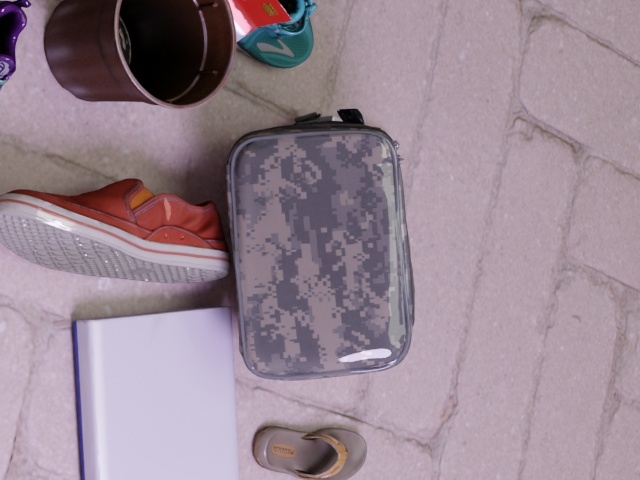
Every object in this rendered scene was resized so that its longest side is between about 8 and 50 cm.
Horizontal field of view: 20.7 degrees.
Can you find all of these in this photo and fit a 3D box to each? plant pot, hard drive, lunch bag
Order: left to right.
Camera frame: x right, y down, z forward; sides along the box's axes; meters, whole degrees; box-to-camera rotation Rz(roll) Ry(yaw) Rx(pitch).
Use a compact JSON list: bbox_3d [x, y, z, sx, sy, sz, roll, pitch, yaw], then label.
[{"bbox_3d":[-0.209,-0.222,1.931,0.167,0.165,0.167,1,89,-44],"label":"plant pot"},{"bbox_3d":[-0.184,0.243,2.025,0.210,0.040,0.318,-4,92,-43],"label":"hard drive"},{"bbox_3d":[0.000,0.000,2.082,0.213,0.256,0.305,-6,95,-1],"label":"lunch bag"}]

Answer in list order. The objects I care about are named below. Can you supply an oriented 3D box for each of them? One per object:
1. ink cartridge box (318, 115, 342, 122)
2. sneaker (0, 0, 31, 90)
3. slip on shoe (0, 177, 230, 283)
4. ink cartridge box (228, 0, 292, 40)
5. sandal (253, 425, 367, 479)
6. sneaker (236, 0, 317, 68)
[{"bbox_3d":[0.042,-0.114,2.255,0.115,0.029,0.063,21,75,-42],"label":"ink cartridge box"},{"bbox_3d":[-0.370,-0.157,1.824,0.083,0.098,0.223,27,71,-39],"label":"sneaker"},{"bbox_3d":[-0.232,-0.020,1.944,0.331,0.123,0.101,10,70,-47],"label":"slip on shoe"},{"bbox_3d":[-0.140,-0.275,1.987,0.145,0.179,0.045,51,57,-29],"label":"ink cartridge box"},{"bbox_3d":[-0.005,0.267,2.185,0.180,0.049,0.072,13,80,-42],"label":"sandal"},{"bbox_3d":[-0.057,-0.274,2.058,0.107,0.110,0.275,-40,154,-7],"label":"sneaker"}]
